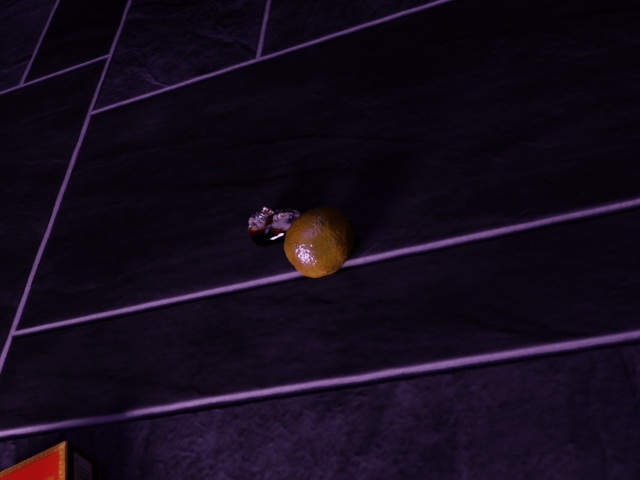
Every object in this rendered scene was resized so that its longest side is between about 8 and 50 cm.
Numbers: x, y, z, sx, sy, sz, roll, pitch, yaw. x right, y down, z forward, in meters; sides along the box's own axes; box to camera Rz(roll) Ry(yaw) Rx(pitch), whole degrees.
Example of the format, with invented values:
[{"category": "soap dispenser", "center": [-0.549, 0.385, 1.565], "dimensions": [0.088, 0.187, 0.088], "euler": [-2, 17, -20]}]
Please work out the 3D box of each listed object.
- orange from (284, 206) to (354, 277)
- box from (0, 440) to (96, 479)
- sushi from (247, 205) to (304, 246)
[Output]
[{"category": "orange", "center": [0.000, 0.000, 1.093], "dimensions": [0.095, 0.085, 0.085], "euler": [-43, 44, -5]}, {"category": "box", "center": [-0.333, 0.369, 0.989], "dimensions": [0.153, 0.074, 0.240], "euler": [-24, 44, 6]}, {"category": "sushi", "center": [-0.062, -0.018, 1.172], "dimensions": [0.083, 0.044, 0.046], "euler": [-11, 48, 26]}]
